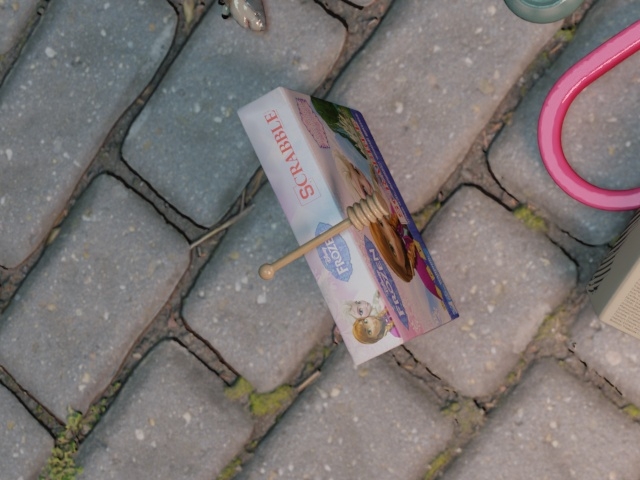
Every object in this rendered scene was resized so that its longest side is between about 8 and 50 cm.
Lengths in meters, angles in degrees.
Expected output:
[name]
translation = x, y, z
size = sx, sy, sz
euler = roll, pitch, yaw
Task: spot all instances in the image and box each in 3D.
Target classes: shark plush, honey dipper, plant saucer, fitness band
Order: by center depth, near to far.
[honey dipper]
translation = 0.000, 0.000, 1.150
size = 0.161, 0.030, 0.030
euler = -32, 81, 16
[fitness band]
translation = 0.409, -0.160, 1.324
size = 0.291, 0.054, 0.209
euler = -35, 80, 16
[plant saucer]
translation = 0.288, -0.340, 1.377
size = 0.119, 0.021, 0.119
euler = 1, 93, 19
[shark plush]
translation = -0.103, -0.375, 1.513
size = 0.067, 0.073, 0.161
euler = 5, 72, 0

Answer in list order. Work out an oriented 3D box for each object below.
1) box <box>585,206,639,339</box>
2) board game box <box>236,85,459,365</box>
[box]
translation = 0.435, -0.011, 1.260
size = 0.113, 0.094, 0.275
euler = 27, 111, -8
[board game box]
translation = 0.047, -0.021, 1.316
size = 0.066, 0.318, 0.318
euler = -28, 83, 17
